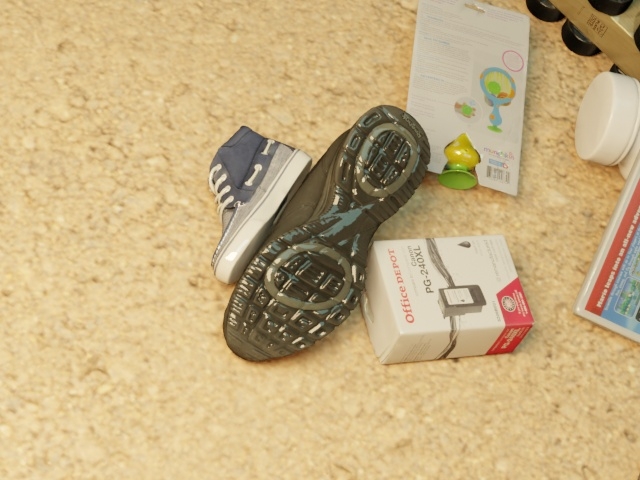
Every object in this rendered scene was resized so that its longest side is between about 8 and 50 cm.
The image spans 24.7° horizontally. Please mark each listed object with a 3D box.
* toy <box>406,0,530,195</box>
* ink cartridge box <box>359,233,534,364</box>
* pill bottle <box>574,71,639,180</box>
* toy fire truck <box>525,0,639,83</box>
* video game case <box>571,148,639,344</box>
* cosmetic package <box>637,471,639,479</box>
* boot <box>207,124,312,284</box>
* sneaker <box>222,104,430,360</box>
[{"bbox_3d":[0.155,-0.161,1.619,0.137,0.056,0.237,15,59,-15],"label":"toy"},{"bbox_3d":[0.121,0.057,1.457,0.150,0.063,0.109,-3,59,-22],"label":"ink cartridge box"},{"bbox_3d":[0.417,-0.112,1.630,0.246,0.136,0.136,12,55,-12],"label":"pill bottle"},{"bbox_3d":[0.397,-0.307,1.764,0.246,0.158,0.217,-38,76,-24],"label":"toy fire truck"},{"bbox_3d":[0.433,0.043,1.544,0.285,0.025,0.204,25,84,-4],"label":"video game case"},{"bbox_3d":[0.344,0.297,1.356,0.127,0.107,0.238,26,56,2],"label":"cosmetic package"},{"bbox_3d":[-0.084,-0.037,1.451,0.086,0.069,0.190,26,45,7],"label":"boot"},{"bbox_3d":[0.000,0.000,1.430,0.109,0.130,0.286,41,74,-12],"label":"sneaker"}]
